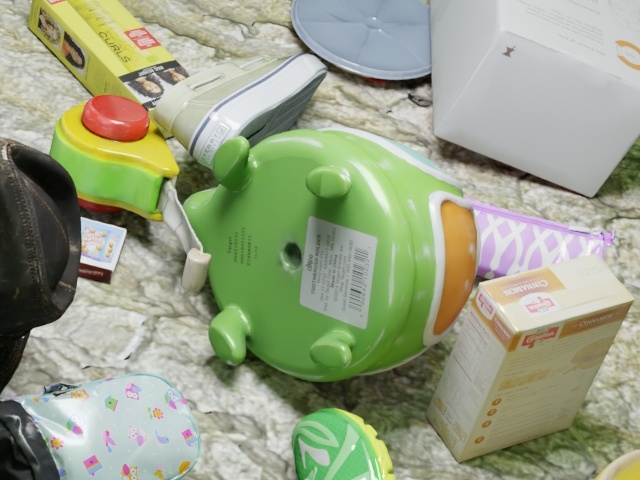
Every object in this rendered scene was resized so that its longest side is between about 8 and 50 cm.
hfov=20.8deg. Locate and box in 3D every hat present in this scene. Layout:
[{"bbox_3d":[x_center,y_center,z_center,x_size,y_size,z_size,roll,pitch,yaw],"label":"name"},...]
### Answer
[{"bbox_3d":[-0.279,-0.011,1.460,0.134,0.331,0.331,-7,36,20],"label":"hat"}]

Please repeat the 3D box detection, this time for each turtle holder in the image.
[{"bbox_3d":[0.009,0.017,1.691,0.227,0.320,0.243,-8,80,-45],"label":"turtle holder"}]

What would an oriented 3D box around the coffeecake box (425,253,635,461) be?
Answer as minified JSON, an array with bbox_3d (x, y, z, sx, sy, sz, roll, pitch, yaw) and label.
[{"bbox_3d":[0.196,0.112,1.654,0.142,0.185,0.068,-12,49,-30],"label":"coffeecake box"}]

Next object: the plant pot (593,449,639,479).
[{"bbox_3d":[0.261,0.305,1.427,0.254,0.239,0.254,9,42,-8],"label":"plant pot"}]

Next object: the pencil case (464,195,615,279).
[{"bbox_3d":[0.207,0.004,1.852,0.206,0.088,0.086,13,39,-4],"label":"pencil case"}]

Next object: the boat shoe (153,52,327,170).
[{"bbox_3d":[-0.078,-0.158,1.863,0.094,0.109,0.302,38,23,6],"label":"boat shoe"}]

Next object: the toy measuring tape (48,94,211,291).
[{"bbox_3d":[-0.201,-0.055,1.729,0.121,0.121,0.330,-1,32,-20],"label":"toy measuring tape"}]

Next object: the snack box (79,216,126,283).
[{"bbox_3d":[-0.287,-0.007,1.738,0.178,0.022,0.064,15,41,-3],"label":"snack box"}]

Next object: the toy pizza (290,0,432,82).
[{"bbox_3d":[0.060,-0.252,2.123,0.201,0.032,0.201,10,41,-8],"label":"toy pizza"}]

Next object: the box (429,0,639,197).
[{"bbox_3d":[0.260,-0.250,2.062,0.215,0.168,0.345,21,39,-15],"label":"box"}]

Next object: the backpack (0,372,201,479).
[{"bbox_3d":[-0.192,0.184,1.463,0.182,0.115,0.152,-13,79,-42],"label":"backpack"}]

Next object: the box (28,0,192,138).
[{"bbox_3d":[-0.228,-0.204,1.948,0.087,0.058,0.232,-21,54,-35],"label":"box"}]

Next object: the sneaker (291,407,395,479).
[{"bbox_3d":[0.000,0.256,1.485,0.124,0.109,0.295,9,42,-16],"label":"sneaker"}]
